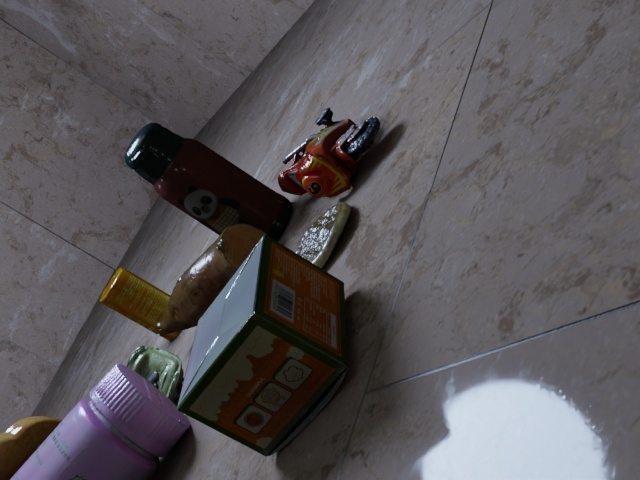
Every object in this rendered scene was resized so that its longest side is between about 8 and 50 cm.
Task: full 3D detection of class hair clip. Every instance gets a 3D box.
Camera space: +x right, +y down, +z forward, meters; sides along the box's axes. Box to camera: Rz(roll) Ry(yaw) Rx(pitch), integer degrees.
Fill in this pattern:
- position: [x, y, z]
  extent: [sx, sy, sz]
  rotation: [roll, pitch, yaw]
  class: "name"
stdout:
- position: [-0.356, 0.362, 1.492]
  extent: [0.321, 0.138, 0.091]
  rotation: [-63, -26, -20]
  class: "hair clip"

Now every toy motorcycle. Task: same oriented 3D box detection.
- position: [0.010, -0.150, 1.421]
  extent: [0.171, 0.089, 0.298]
  rotation: [-60, 17, -8]
  class: "toy motorcycle"

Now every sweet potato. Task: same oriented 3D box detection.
- position: [-0.229, 0.106, 1.558]
  extent: [0.336, 0.131, 0.131]
  rotation: [-45, 20, 31]
  class: "sweet potato"

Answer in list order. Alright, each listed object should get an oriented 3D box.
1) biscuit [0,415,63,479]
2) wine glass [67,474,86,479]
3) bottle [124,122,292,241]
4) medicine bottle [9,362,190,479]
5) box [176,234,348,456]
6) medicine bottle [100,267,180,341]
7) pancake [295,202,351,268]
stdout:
- position: [-0.525, 0.485, 1.410]
  extent: [0.057, 0.312, 0.351]
  rotation: [-3, 49, 27]
  class: "biscuit"
- position: [-0.287, 0.436, 0.937]
  extent: [0.238, 0.238, 0.323]
  rotation: [-58, 19, -7]
  class: "wine glass"
- position: [-0.229, -0.107, 1.574]
  extent: [0.144, 0.336, 0.144]
  rotation: [-50, 17, 22]
  class: "bottle"
- position: [-0.376, 0.370, 1.329]
  extent: [0.290, 0.178, 0.178]
  rotation: [-50, 16, -9]
  class: "medicine bottle"
- position: [-0.067, 0.133, 1.018]
  extent: [0.177, 0.148, 0.195]
  rotation: [-52, 18, 23]
  class: "box"
- position: [-0.407, 0.150, 1.839]
  extent: [0.096, 0.192, 0.096]
  rotation: [-48, 20, 24]
  class: "medicine bottle"
- position: [0.000, 0.000, 1.284]
  extent: [0.158, 0.028, 0.158]
  rotation: [-52, 16, 22]
  class: "pancake"
